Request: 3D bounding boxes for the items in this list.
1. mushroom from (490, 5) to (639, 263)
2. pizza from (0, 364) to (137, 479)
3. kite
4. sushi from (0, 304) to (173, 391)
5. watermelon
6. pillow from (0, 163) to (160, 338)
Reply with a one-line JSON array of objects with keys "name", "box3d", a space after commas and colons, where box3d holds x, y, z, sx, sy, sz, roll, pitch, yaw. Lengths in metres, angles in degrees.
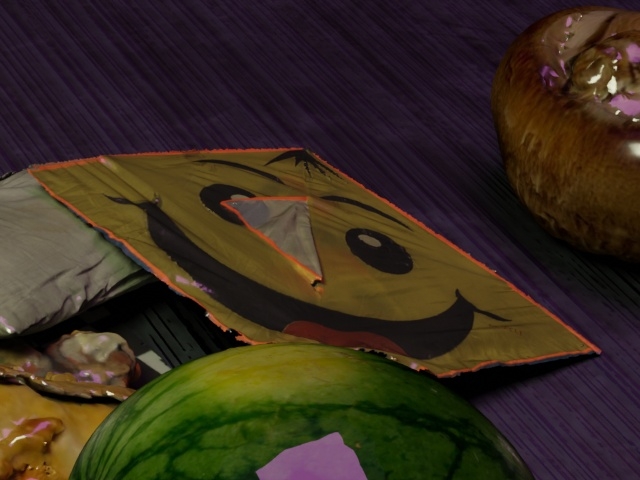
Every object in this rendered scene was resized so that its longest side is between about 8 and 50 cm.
[{"name": "mushroom", "box3d": [0.241, -0.075, 1.379, 0.253, 0.153, 0.253, 7, 31, -4]}, {"name": "pizza", "box3d": [-0.072, 0.175, 0.838, 0.392, 0.080, 0.435, 40, 36, 17]}, {"name": "kite", "box3d": [-0.001, 0.002, 1.250, 0.378, 0.013, 0.327, 16, 21, -11]}, {"name": "sushi", "box3d": [-0.155, 0.083, 1.074, 0.210, 0.040, 0.193, -15, 40, -39]}, {"name": "watermelon", "box3d": [0.019, 0.119, 0.797, 0.232, 0.127, 0.204, 25, 32, -12]}, {"name": "pillow", "box3d": [-0.176, 0.002, 1.177, 0.148, 0.050, 0.230, 28, 26, 20]}]
